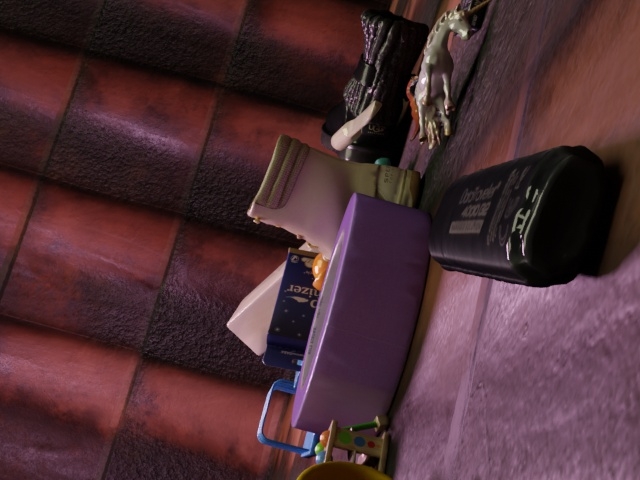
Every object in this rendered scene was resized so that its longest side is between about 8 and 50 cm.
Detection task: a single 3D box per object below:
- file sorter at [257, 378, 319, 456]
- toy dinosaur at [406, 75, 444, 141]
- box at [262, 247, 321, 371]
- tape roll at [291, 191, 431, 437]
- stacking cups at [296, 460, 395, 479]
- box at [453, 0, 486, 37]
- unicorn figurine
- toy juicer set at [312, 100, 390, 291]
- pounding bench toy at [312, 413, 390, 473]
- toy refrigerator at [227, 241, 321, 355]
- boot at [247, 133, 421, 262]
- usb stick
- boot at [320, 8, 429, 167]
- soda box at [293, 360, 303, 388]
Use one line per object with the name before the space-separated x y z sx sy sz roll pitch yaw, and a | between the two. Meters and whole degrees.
file sorter | -0.052 0.323 1.691 0.170 0.105 0.118 114 170 -74
toy dinosaur | 0.120 -0.167 1.120 0.082 0.090 0.047 41 140 38
box | -0.004 0.112 1.478 0.036 0.137 0.225 99 -177 -48
tape roll | 0.044 0.088 1.056 0.275 0.090 0.274 -164 90 -88
stacking cups | -0.014 0.327 0.734 0.096 0.096 0.316 -80 6 -67
box | 0.176 -0.272 1.073 0.083 0.018 0.067 -106 31 -86
unicorn figurine | 0.130 -0.179 1.014 0.162 0.060 0.111 124 153 -57
toy juicer set | 0.058 -0.052 1.415 0.209 0.090 0.328 -133 51 -73
pounding bench toy | 0.029 0.202 0.912 0.052 0.065 0.083 107 177 -47
toy refrigerator | -0.038 0.084 1.666 0.269 0.094 0.102 -42 9 26
boot | 0.000 0.000 1.222 0.095 0.204 0.262 -77 4 -59
usb stick | 0.112 -0.013 0.579 0.278 0.045 0.077 -173 105 -88
boot | 0.095 -0.278 1.654 0.348 0.131 0.260 -122 39 -73
soda box | 0.003 0.189 1.621 0.210 0.071 0.067 -80 8 -70
